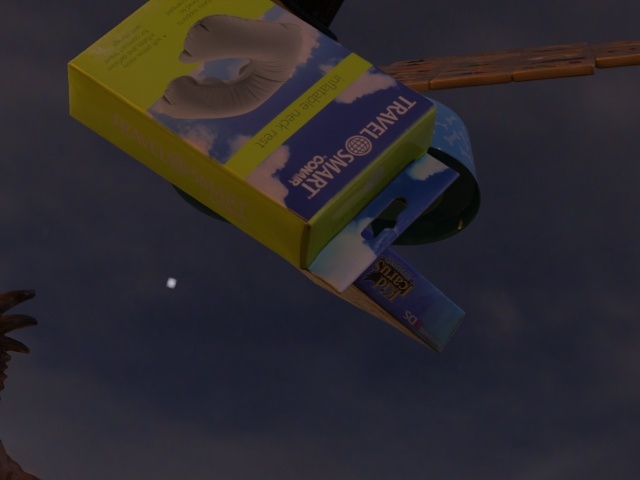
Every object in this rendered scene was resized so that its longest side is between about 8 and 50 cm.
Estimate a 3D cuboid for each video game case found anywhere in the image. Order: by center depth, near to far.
[{"bbox_3d":[0.000,0.000,1.867,0.269,0.061,0.244,40,-6,-40],"label":"video game case"}]

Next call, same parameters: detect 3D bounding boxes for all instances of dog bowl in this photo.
[{"bbox_3d":[0.006,-0.080,1.602,0.297,0.074,0.166,6,-34,2],"label":"dog bowl"}]

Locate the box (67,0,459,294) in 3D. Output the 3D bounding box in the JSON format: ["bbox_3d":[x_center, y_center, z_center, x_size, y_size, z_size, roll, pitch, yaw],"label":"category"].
[{"bbox_3d":[-0.028,-0.061,0.856,0.178,0.109,0.042,34,-33,19],"label":"box"}]

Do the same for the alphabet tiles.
[{"bbox_3d":[0.127,-0.136,1.329,0.285,0.011,0.342,-5,8,9],"label":"alphabet tiles"}]

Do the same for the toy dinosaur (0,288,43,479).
[{"bbox_3d":[-0.237,0.087,0.999,0.296,0.127,0.200,22,-48,54],"label":"toy dinosaur"}]

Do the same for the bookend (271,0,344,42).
[{"bbox_3d":[-0.011,-0.331,1.928,0.072,0.156,0.157,27,-6,42],"label":"bookend"}]
